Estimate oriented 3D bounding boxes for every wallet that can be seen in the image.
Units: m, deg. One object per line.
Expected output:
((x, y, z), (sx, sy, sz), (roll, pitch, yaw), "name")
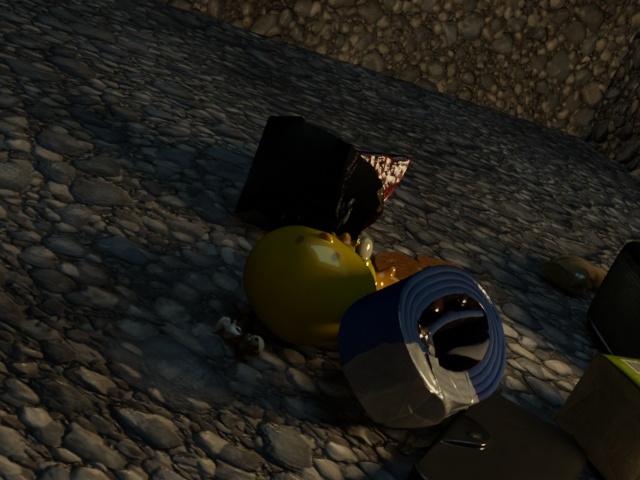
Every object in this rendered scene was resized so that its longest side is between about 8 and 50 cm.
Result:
((0.256, 0.321, 1.461), (0.197, 0.051, 0.377), (33, 23, 18), "wallet")

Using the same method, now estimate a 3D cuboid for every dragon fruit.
((0.012, -0.125, 2.224), (0.316, 0.152, 0.205), (2, 8, -17), "dragon fruit")

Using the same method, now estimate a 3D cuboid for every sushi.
((0.004, -0.102, 1.989), (0.227, 0.216, 0.212), (6, -19, 38), "sushi")

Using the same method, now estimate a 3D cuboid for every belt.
((0.159, 0.154, 1.530), (0.347, 0.117, 0.213), (-13, 79, -61), "belt")

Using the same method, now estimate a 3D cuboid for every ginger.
((0.614, 0.075, 2.484), (0.213, 0.074, 0.137), (-4, 43, -46), "ginger")

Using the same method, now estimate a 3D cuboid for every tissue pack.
((0.564, 0.310, 1.690), (0.274, 0.167, 0.200), (13, 24, -32), "tissue pack")

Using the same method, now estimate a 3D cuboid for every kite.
((0.192, 0.288, 1.544), (0.250, 0.012, 0.229), (0, 32, -49), "kite")

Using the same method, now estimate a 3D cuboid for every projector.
((0.796, 0.206, 2.112), (0.395, 0.242, 0.405), (20, 19, -9), "projector")

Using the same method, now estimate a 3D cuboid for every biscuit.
((0.213, 0.085, 2.040), (0.202, 0.044, 0.288), (37, 22, 30), "biscuit")

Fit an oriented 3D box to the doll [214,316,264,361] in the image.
((-0.119, 0.142, 1.522), (0.085, 0.040, 0.058), (34, 9, 13), "doll")

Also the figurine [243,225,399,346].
((0.015, 0.063, 1.680), (0.215, 0.187, 0.343), (22, 12, 20), "figurine")
